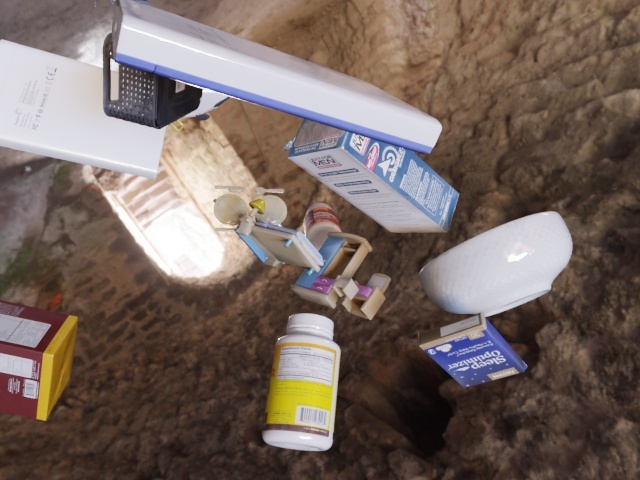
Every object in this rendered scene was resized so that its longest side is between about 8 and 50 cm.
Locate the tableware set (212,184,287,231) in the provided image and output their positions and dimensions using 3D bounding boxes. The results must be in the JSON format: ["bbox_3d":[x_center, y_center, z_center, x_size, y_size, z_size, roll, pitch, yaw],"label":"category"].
[{"bbox_3d":[-0.187,-0.077,1.345,0.194,0.128,0.039,1,167,-16],"label":"tableware set"}]

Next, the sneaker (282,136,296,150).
[{"bbox_3d":[-0.062,-0.280,1.513,0.098,0.069,0.038,-32,-166,30],"label":"sneaker"}]

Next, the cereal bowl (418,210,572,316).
[{"bbox_3d":[0.396,0.076,1.112,0.339,0.141,0.339,-18,161,-6],"label":"cereal bowl"}]

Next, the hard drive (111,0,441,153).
[{"bbox_3d":[-0.052,-0.179,0.546,0.210,0.319,0.040,54,-52,54],"label":"hard drive"}]

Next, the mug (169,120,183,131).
[{"bbox_3d":[-0.406,-0.337,1.361,0.064,0.078,0.062,-79,-164,-53],"label":"mug"}]

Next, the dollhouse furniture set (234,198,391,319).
[{"bbox_3d":[0.000,0.000,1.220,0.287,0.303,0.198,11,-121,44],"label":"dollhouse furniture set"}]

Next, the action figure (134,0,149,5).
[{"bbox_3d":[-0.428,-0.543,0.915,0.341,0.330,0.178,-3,119,-51],"label":"action figure"}]

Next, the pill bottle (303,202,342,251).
[{"bbox_3d":[0.005,-0.043,1.691,0.121,0.121,0.221,-31,-157,9],"label":"pill bottle"}]

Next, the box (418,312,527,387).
[{"bbox_3d":[0.316,0.237,1.022,0.136,0.225,0.036,-27,-143,29],"label":"box"}]

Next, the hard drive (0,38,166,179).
[{"bbox_3d":[-0.513,-0.276,1.079,0.047,0.353,0.232,136,-39,-59],"label":"hard drive"}]

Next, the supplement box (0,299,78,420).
[{"bbox_3d":[-0.647,0.251,1.070,0.129,0.194,0.191,-93,-159,-62],"label":"supplement box"}]

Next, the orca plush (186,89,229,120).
[{"bbox_3d":[-0.412,-0.533,1.788,0.287,0.151,0.102,-35,-135,5],"label":"orca plush"}]

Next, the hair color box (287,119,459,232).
[{"bbox_3d":[0.121,-0.136,1.071,0.174,0.347,0.105,1,-115,50],"label":"hair color box"}]

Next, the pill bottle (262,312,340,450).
[{"bbox_3d":[-0.028,0.240,0.865,0.117,0.117,0.214,-22,-130,42],"label":"pill bottle"}]

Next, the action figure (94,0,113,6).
[{"bbox_3d":[-0.625,-0.784,1.345,0.164,0.275,0.141,-15,-142,-14],"label":"action figure"}]

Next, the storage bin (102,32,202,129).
[{"bbox_3d":[-0.254,-0.259,0.792,0.180,0.085,0.122,-70,174,-62],"label":"storage bin"}]
